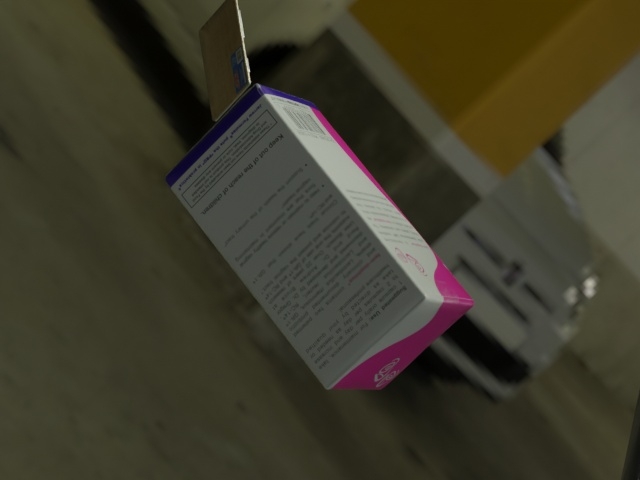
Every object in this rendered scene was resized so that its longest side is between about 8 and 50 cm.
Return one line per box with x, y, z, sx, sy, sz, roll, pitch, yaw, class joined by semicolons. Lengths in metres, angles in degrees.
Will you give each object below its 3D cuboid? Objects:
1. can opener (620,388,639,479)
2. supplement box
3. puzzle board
0.385;0.141;2.031;0.076;0.283;0.095;17;-14;-13;can opener
0.000;0.000;1.504;0.220;0.114;0.111;51;16;20;supplement box
-0.115;-0.222;2.345;0.011;0.096;0.128;4;63;-31;puzzle board
